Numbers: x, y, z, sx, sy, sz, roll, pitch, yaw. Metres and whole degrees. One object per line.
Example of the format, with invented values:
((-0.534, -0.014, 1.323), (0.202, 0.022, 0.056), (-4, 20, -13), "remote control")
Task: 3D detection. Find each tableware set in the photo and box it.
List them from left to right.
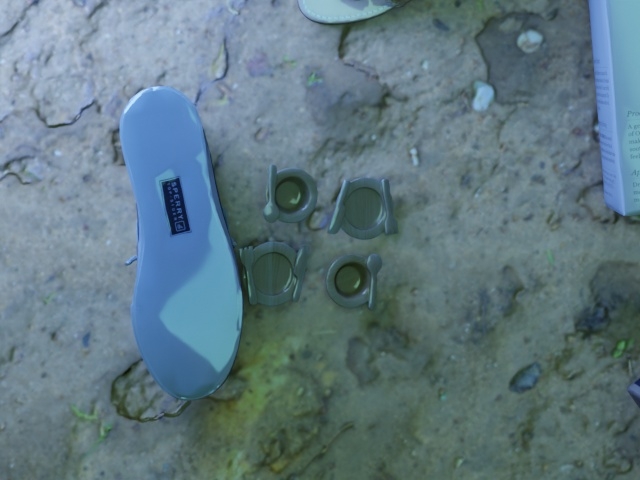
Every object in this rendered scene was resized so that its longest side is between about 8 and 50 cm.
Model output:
((0.000, 0.000, 1.577), (0.168, 0.020, 0.141), (6, 93, -21), "tableware set")

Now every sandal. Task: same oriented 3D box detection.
((0.091, -0.284, 1.574), (0.240, 0.079, 0.088), (-15, 89, -1), "sandal")

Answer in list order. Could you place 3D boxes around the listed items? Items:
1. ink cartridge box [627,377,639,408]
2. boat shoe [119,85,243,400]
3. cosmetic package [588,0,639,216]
((0.411, 0.220, 1.515), (0.088, 0.193, 0.235), (-37, 89, 1), "ink cartridge box")
((-0.139, 0.005, 1.553), (0.113, 0.105, 0.306), (-14, 83, 3), "boat shoe")
((0.362, -0.216, 1.517), (0.197, 0.155, 0.366), (-4, 95, 4), "cosmetic package")
